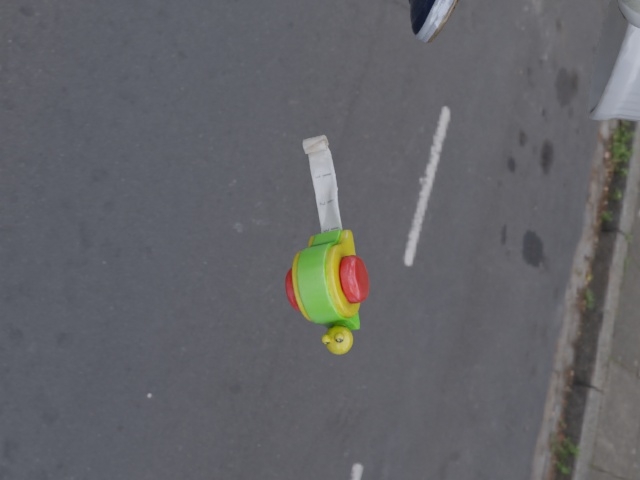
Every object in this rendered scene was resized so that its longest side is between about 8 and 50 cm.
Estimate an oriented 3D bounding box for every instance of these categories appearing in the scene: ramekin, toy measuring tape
[{"bbox_3d":[0.430,-0.271,0.926,0.277,0.135,0.277,14,90,-80],"label":"ramekin"},{"bbox_3d":[0.000,0.000,1.096,0.121,0.121,0.329,2,77,-49],"label":"toy measuring tape"}]

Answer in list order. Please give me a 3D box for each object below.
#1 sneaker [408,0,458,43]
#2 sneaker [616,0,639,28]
[{"bbox_3d":[0.110,-0.385,0.955,0.153,0.099,0.282,19,67,-12],"label":"sneaker"},{"bbox_3d":[0.348,-0.257,0.542,0.118,0.292,0.110,46,25,-39],"label":"sneaker"}]
